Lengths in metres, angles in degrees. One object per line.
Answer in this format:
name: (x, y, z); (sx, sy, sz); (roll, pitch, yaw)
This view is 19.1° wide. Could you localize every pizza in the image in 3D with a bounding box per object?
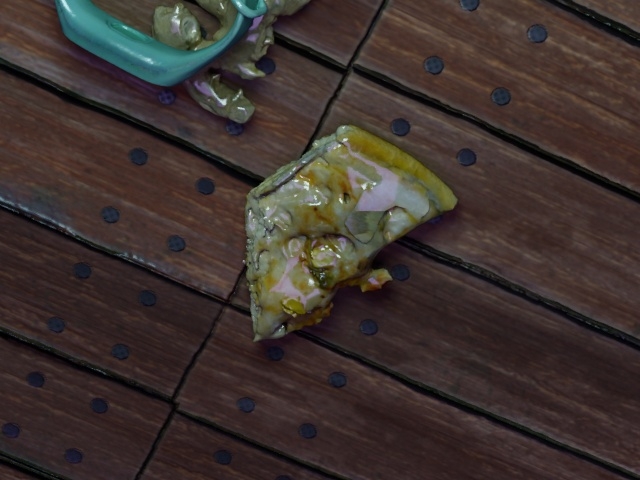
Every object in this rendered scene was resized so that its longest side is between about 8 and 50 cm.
pizza: (0.000, 0.000, 2.156); (0.189, 0.071, 0.297); (41, 113, -19)

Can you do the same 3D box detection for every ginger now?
ginger: (-0.087, -0.254, 2.030); (0.149, 0.065, 0.258); (28, 118, -9)

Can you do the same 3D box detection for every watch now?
watch: (-0.173, -0.269, 1.988); (0.237, 0.068, 0.195); (30, 109, 10)
